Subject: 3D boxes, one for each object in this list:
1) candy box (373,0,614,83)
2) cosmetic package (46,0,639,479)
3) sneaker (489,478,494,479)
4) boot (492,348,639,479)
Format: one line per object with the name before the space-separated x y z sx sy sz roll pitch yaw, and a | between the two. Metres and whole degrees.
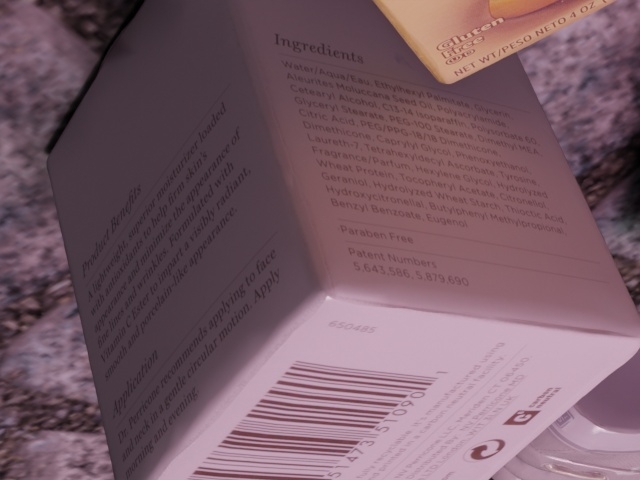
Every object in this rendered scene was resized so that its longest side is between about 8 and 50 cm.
candy box | 0.065 -0.157 0.424 0.183 0.087 0.316 -27 165 11
cosmetic package | 0.000 0.000 0.611 0.151 0.183 0.151 9 138 -34
sneaker | 0.056 0.255 1.064 0.086 0.132 0.229 14 135 -40
boot | 0.237 0.123 1.015 0.258 0.095 0.123 6 146 -20
